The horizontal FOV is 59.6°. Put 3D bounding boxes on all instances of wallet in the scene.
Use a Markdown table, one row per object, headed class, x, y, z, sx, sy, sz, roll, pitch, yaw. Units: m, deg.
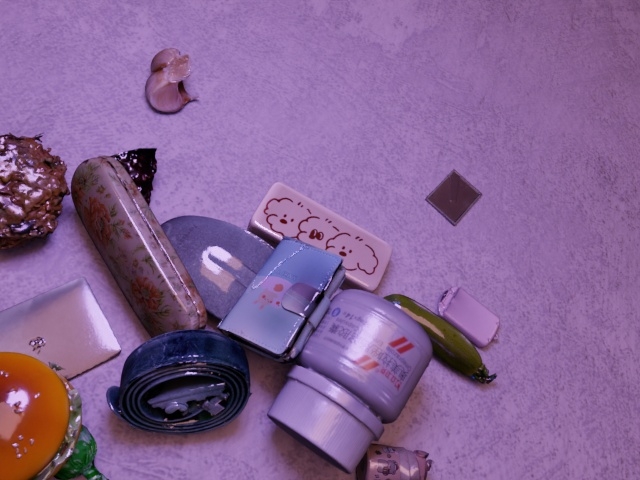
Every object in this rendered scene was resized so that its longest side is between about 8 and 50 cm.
| class | x | y | z | sx | sy | sz | roll | pitch | yaw |
| --- | --- | --- | --- | --- | --- | --- | --- | --- | --- |
| wallet | -0.072 | 0.116 | 1.136 | 0.176 | 0.075 | 0.250 | 20 | 59 | 26 |

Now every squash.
| class | x | y | z | sx | sy | sz | roll | pitch | yaw |
| --- | --- | --- | --- | --- | --- | --- | --- | --- | --- |
| squash | 0.282 | 0.232 | 1.320 | 0.332 | 0.087 | 0.087 | 38 | 61 | 0 |

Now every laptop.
| class | x | y | z | sx | sy | sz | roll | pitch | yaw |
| --- | --- | --- | --- | --- | --- | --- | --- | --- | --- |
| laptop | -0.560 | 0.206 | 1.108 | 0.269 | 0.015 | 0.187 | -27 | 77 | -26 |

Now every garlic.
| class | x | y | z | sx | sy | sz | roll | pitch | yaw |
| --- | --- | --- | --- | --- | --- | --- | --- | --- | --- |
| garlic | -0.377 | -0.407 | 1.409 | 0.124 | 0.099 | 0.174 | -6 | 63 | 1 |

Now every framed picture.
| class | x | y | z | sx | sy | sz | roll | pitch | yaw |
| --- | --- | --- | --- | --- | --- | --- | --- | --- | --- |
| framed picture | 0.370 | -0.121 | 1.549 | 0.109 | 0.011 | 0.149 | 44 | 61 | 5 |

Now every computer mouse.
| class | x | y | z | sx | sy | sz | roll | pitch | yaw |
| --- | --- | --- | --- | --- | --- | --- | --- | --- | --- |
| computer mouse | -0.205 | 0.074 | 1.223 | 0.374 | 0.114 | 0.203 | 30 | 61 | -3 |

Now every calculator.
| class | x | y | z | sx | sy | sz | roll | pitch | yaw |
| --- | --- | --- | --- | --- | --- | --- | --- | --- | --- |
| calculator | 0.371 | 0.190 | 1.393 | 0.175 | 0.032 | 0.100 | 39 | 62 | 2 |

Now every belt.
| class | x | y | z | sx | sy | sz | roll | pitch | yaw |
| --- | --- | --- | --- | --- | --- | --- | --- | --- | --- |
| belt | -0.266 | 0.270 | 1.064 | 0.268 | 0.206 | 0.116 | -3 | 34 | -13 |

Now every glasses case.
| class | x | y | z | sx | sy | sz | roll | pitch | yaw |
| --- | --- | --- | --- | --- | --- | --- | --- | --- | --- |
| glasses case | 0.000 | 0.000 | 1.341 | 0.337 | 0.076 | 0.144 | 29 | 61 | -3 |
| glasses case | -0.370 | 0.025 | 1.129 | 0.098 | 0.156 | 0.425 | -25 | 80 | -49 |

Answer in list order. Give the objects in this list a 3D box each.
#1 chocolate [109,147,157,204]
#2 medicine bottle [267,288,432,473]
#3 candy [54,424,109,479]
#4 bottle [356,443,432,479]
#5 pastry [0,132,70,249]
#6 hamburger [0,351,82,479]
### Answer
| class | x | y | z | sx | sy | sz | roll | pitch | yaw |
| --- | --- | --- | --- | --- | --- | --- | --- | --- | --- |
| chocolate | -0.424 | -0.122 | 1.252 | 0.156 | 0.156 | 0.133 | -20 | 95 | -24 |
| medicine bottle | 0.059 | 0.281 | 1.136 | 0.245 | 0.245 | 0.306 | 35 | 70 | 1 |
| candy | -0.383 | 0.463 | 1.022 | 0.323 | 0.097 | 0.097 | 47 | 62 | -2 |
| bottle | 0.157 | 0.476 | 1.161 | 0.152 | 0.099 | 0.098 | 10 | 64 | -11 |
| pastry | -0.647 | -0.110 | 1.126 | 0.275 | 0.193 | 0.274 | 8 | 64 | -16 |
| hamburger | -0.516 | 0.295 | 0.908 | 0.246 | 0.170 | 0.246 | 3 | 62 | -6 |
